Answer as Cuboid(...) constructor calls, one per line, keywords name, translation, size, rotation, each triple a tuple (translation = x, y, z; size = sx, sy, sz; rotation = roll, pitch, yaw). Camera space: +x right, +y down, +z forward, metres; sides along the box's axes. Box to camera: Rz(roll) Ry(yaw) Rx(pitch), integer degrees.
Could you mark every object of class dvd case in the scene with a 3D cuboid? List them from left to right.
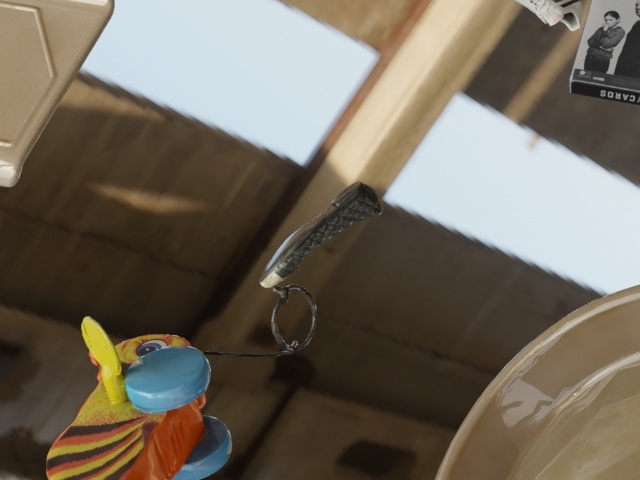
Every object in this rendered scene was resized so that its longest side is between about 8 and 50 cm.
Cuboid(name="dvd case", translation=(0.391, -0.247, 1.634), size=(0.179, 0.239, 0.029), rotation=(12, 148, 14))

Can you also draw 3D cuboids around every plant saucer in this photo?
Cuboid(name="plant saucer", translation=(0.157, 0.151, 0.678), size=(0.041, 0.278, 0.278), rotation=(29, -164, -37))

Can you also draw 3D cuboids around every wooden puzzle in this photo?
Cuboid(name="wooden puzzle", translation=(-0.346, -0.175, 1.531), size=(0.221, 0.239, 0.044), rotation=(13, 159, 29))

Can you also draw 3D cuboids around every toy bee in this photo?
Cuboid(name="toy bee", translation=(-0.147, 0.145, 1.231), size=(0.162, 0.195, 0.298), rotation=(4, -168, 31))

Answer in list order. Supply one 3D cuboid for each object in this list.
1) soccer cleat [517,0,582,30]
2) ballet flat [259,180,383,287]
Cuboid(name="soccer cleat", translation=(0.184, -0.196, 1.198), size=(0.083, 0.029, 0.036), rotation=(12, -115, -35))
Cuboid(name="ballet flat", translation=(0.000, 0.000, 1.699), size=(0.049, 0.173, 0.057), rotation=(50, 179, -17))
